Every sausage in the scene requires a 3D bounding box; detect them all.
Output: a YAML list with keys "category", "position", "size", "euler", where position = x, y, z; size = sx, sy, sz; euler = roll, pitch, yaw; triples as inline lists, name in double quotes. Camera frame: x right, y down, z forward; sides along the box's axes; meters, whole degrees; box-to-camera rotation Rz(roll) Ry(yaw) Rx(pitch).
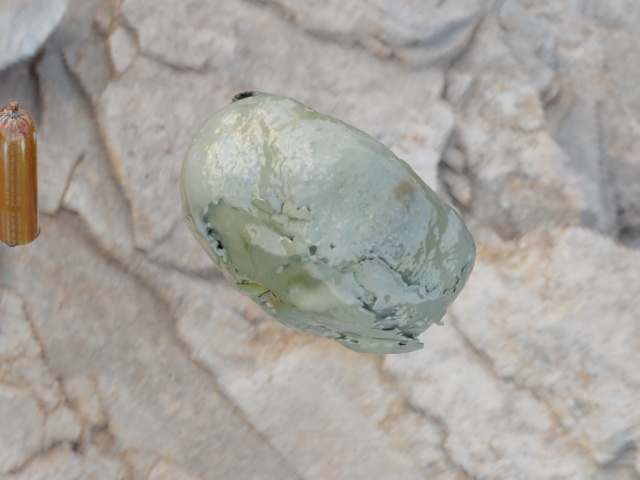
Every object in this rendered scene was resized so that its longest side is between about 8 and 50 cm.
- category: "sausage"
  position: [-0.193, -0.045, 1.024]
  size: [0.031, 0.107, 0.031]
  euler: [3, 43, -3]

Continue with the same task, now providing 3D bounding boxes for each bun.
- category: "bun"
  position: [0.000, 0.000, 1.223]
  size: [0.239, 0.239, 0.141]
  euler: [35, 80, -1]
